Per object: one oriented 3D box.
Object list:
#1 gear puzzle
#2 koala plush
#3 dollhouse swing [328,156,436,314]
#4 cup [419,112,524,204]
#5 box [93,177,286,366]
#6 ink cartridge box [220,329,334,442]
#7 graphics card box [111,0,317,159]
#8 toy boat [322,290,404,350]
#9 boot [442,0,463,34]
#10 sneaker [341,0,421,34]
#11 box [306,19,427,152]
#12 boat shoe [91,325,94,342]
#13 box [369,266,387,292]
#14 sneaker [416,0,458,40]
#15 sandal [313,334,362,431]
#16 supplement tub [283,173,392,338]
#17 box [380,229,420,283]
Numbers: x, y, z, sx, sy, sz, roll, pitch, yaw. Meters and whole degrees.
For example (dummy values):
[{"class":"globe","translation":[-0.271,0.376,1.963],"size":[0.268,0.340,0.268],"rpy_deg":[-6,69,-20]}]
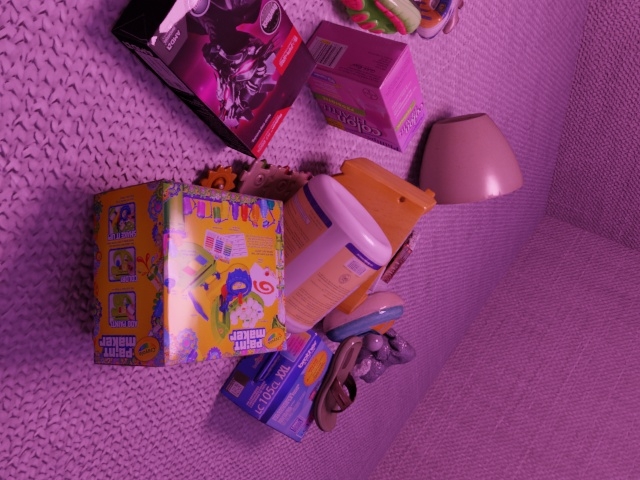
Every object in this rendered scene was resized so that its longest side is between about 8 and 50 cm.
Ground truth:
[{"class":"gear puzzle","translation":[-0.146,-0.097,1.310],"size":[0.339,0.044,0.176],"rpy_deg":[7,117,-57]},{"class":"koala plush","translation":[0.210,0.423,2.212],"size":[0.221,0.203,0.196],"rpy_deg":[-48,150,-4]},{"class":"dollhouse swing","translation":[0.102,-0.044,1.593],"size":[0.347,0.315,0.305],"rpy_deg":[-57,-172,25]},{"class":"cup","translation":[0.460,-0.272,1.943],"size":[0.331,0.331,0.237],"rpy_deg":[-29,111,-46]},{"class":"box","translation":[-0.214,0.062,1.048],"size":[0.290,0.177,0.279],"rpy_deg":[8,78,-55]},{"class":"ink cartridge box","translation":[-0.099,0.372,1.675],"size":[0.270,0.151,0.395],"rpy_deg":[-56,149,-14]},{"class":"graphics card box","translation":[-0.156,-0.325,1.042],"size":[0.233,0.094,0.371],"rpy_deg":[-59,151,-8]},{"class":"toy boat","translation":[0.148,0.268,1.933],"size":[0.267,0.148,0.318],"rpy_deg":[-22,164,2]},{"class":"boot","translation":[0.359,-0.648,1.695],"size":[0.087,0.042,0.119],"rpy_deg":[25,90,-56]},{"class":"sneaker","translation":[0.079,-0.587,1.175],"size":[0.483,0.185,0.202],"rpy_deg":[30,69,-65]},{"class":"box","translation":[0.096,-0.331,1.330],"size":[0.117,0.213,0.243],"rpy_deg":[-58,152,-11]},{"class":"boat shoe","translation":[-0.301,0.187,1.200],"size":[0.341,0.121,0.110],"rpy_deg":[-8,120,-58]},{"class":"box","translation":[0.159,0.106,1.926],"size":[0.102,0.101,0.087],"rpy_deg":[18,98,-63]},{"class":"sneaker","translation":[0.322,-0.660,1.577],"size":[0.297,0.111,0.131],"rpy_deg":[-59,169,-5]},{"class":"sandal","translation":[0.062,0.417,1.730],"size":[0.120,0.086,0.303],"rpy_deg":[-7,118,-58]},{"class":"supplement tub","translation":[-0.039,0.047,1.310],"size":[0.331,0.241,0.241],"rpy_deg":[-41,155,13]},{"class":"box","translation":[0.219,0.045,1.674],"size":[0.137,0.027,0.094],"rpy_deg":[-58,178,35]}]
